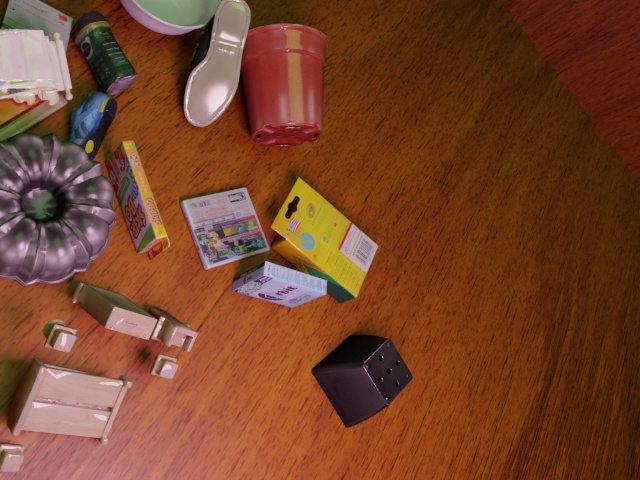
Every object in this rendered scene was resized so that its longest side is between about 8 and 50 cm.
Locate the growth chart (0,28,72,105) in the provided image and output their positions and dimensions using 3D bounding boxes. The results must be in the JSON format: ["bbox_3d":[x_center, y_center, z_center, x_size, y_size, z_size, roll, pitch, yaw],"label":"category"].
[{"bbox_3d":[-0.661,-0.380,1.405,0.237,0.021,0.172,-6,101,-36],"label":"growth chart"}]

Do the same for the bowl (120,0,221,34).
[{"bbox_3d":[-0.423,-0.657,1.716,0.298,0.134,0.298,16,63,-33],"label":"bowl"}]

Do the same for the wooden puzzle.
[{"bbox_3d":[-0.712,-0.337,1.422,0.221,0.044,0.239,49,50,-11],"label":"wooden puzzle"}]

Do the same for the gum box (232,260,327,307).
[{"bbox_3d":[-0.103,0.115,1.640,0.184,0.157,0.041,20,61,-31],"label":"gum box"}]

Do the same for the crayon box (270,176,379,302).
[{"bbox_3d":[0.000,0.000,1.816,0.318,0.081,0.202,41,52,-19],"label":"crayon box"}]

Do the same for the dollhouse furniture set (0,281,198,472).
[{"bbox_3d":[-0.479,0.291,1.357,0.303,0.174,0.356,26,87,-42],"label":"dollhouse furniture set"}]

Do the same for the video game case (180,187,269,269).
[{"bbox_3d":[-0.244,-0.035,1.680,0.201,0.023,0.183,-17,83,-42],"label":"video game case"}]

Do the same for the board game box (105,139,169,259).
[{"bbox_3d":[-0.422,-0.087,1.494,0.039,0.124,0.259,-20,85,-40],"label":"board game box"}]

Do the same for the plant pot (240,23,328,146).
[{"bbox_3d":[-0.102,-0.414,1.801,0.272,0.272,0.265,2,79,-37],"label":"plant pot"}]

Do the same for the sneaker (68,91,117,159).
[{"bbox_3d":[-0.552,-0.256,1.512,0.082,0.069,0.209,16,69,8],"label":"sneaker"}]

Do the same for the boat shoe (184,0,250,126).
[{"bbox_3d":[-0.278,-0.470,1.713,0.127,0.113,0.340,11,105,-20],"label":"boat shoe"}]

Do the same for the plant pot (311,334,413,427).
[{"bbox_3d":[0.128,0.358,1.717,0.188,0.167,0.187,-35,95,-42],"label":"plant pot"}]

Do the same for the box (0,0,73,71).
[{"bbox_3d":[-0.656,-0.476,1.493,0.145,0.038,0.186,23,49,-37],"label":"box"}]

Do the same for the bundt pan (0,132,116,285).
[{"bbox_3d":[-0.574,-0.075,1.336,0.330,0.124,0.331,6,78,-31],"label":"bundt pan"}]

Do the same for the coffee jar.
[{"bbox_3d":[-0.528,-0.456,1.578,0.079,0.096,0.184,-31,93,-44],"label":"coffee jar"}]
